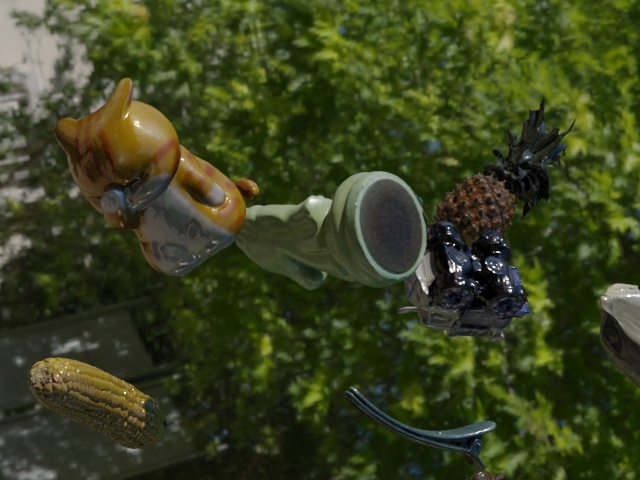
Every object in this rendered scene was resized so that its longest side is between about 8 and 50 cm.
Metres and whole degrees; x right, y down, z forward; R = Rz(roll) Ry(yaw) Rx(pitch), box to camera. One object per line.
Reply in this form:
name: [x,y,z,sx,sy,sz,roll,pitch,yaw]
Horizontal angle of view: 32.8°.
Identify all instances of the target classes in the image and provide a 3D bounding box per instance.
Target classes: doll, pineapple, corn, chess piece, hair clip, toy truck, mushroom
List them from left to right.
corn: [-0.355,0.257,1.724,0.292,0.101,0.101,39,19,-53]
doll: [-0.218,-0.073,1.462,0.269,0.167,0.162,44,21,-37]
chess piece: [0.000,0.000,1.658,0.298,0.176,0.175,-10,-87,42]
hair clip: [0.125,0.238,1.386,0.039,0.229,0.070,8,-102,62]
toy truck: [0.244,0.085,1.863,0.161,0.213,0.177,-96,-158,-44]
pineapple: [0.394,-0.123,2.233,0.165,0.364,0.165,44,-11,11]
mushroom: [0.474,0.189,1.326,0.351,0.097,0.109,44,-48,11]

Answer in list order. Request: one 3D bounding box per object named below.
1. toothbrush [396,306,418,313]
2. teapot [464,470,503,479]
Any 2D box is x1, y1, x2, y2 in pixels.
toothbrush: [0.302,0.174,2.640,0.269,0.027,0.021,0,-37,36]
teapot: [0.367,0.540,2.430,0.085,0.110,0.080,27,-49,33]
